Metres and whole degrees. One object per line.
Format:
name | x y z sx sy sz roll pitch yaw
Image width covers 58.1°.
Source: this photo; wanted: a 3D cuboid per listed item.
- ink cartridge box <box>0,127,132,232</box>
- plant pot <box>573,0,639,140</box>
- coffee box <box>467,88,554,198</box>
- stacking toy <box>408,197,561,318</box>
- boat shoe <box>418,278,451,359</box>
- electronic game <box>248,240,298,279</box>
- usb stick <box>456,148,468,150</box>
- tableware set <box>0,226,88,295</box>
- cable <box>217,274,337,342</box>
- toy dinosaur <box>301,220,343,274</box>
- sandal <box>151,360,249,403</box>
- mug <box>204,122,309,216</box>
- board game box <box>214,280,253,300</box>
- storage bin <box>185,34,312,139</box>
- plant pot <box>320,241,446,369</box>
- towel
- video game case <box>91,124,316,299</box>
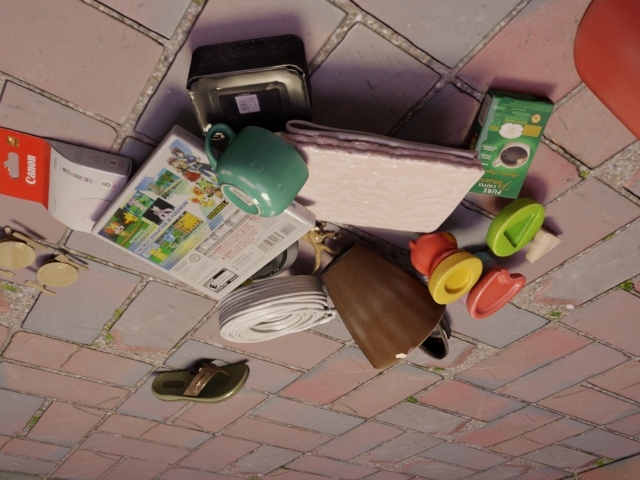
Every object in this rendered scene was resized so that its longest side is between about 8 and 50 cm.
ink cartridge box | -0.486 -0.101 1.083 0.232 0.066 0.189 9 140 -20
plant pot | 0.531 -0.240 0.807 0.274 0.243 0.275 -2 141 -1
coffee box | 0.319 -0.166 1.009 0.113 0.040 0.184 5 123 -8
stacking toy | 0.348 0.017 1.238 0.279 0.130 0.309 -48 141 10
boat shoe | 0.249 0.195 1.442 0.112 0.096 0.335 -22 137 23
electronic game | -0.159 0.004 1.174 0.229 0.048 0.229 2 136 2
usb stick | 0.196 -0.141 1.070 0.277 0.045 0.077 4 133 -7
tableware set | -0.626 0.045 1.268 0.128 0.039 0.194 -33 138 17
cable | -0.110 0.157 1.325 0.257 0.089 0.257 -22 157 16
toy dinosaur | 0.000 0.000 1.243 0.092 0.053 0.183 3 138 20
sandal | -0.354 0.404 1.664 0.302 0.120 0.086 -8 127 8
mug | -0.108 -0.102 0.898 0.157 0.097 0.129 22 156 28
board game box | -0.206 0.069 1.309 0.092 0.043 0.181 -1 141 -1
storage bin | -0.108 -0.239 0.906 0.180 0.084 0.122 -7 141 4
plant pot | 0.115 0.121 1.254 0.230 0.215 0.215 46 127 -6
towel | 0.083 -0.098 1.029 0.331 0.053 0.317 8 160 -4
video game case | -0.224 -0.031 1.080 0.300 0.036 0.329 32 132 -26
